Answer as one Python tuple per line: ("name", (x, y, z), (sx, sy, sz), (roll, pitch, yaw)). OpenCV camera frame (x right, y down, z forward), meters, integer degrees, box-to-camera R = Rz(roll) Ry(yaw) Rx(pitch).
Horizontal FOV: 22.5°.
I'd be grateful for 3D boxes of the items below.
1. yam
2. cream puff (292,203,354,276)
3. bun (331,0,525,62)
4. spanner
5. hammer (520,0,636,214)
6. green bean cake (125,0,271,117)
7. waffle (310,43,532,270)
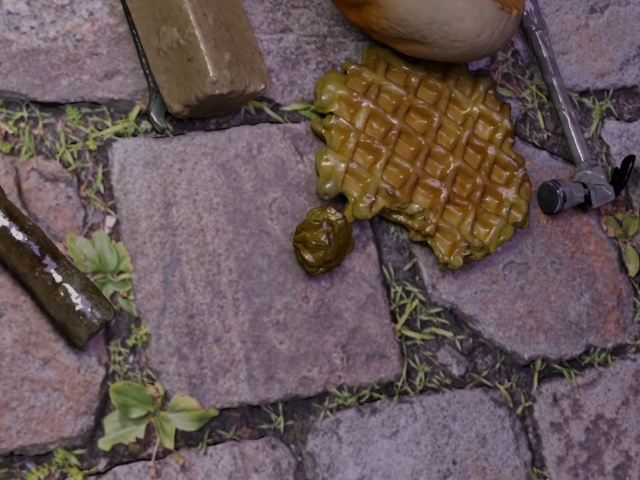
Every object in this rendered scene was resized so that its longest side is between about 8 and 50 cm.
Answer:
("yam", (-0.307, -0.001, 1.618), (0.253, 0.061, 0.061), (49, 56, -5))
("cream puff", (0.000, 0.000, 1.802), (0.058, 0.083, 0.083), (11, 72, 22))
("bun", (0.095, -0.318, 1.892), (0.299, 0.165, 0.299), (41, 23, -22))
("spanner", (-0.203, -0.241, 1.794), (0.054, 0.015, 0.255), (-14, 79, -31))
("hammer", (0.281, -0.238, 2.058), (0.152, 0.044, 0.427), (-14, 79, -34))
("green bean cake", (-0.137, -0.228, 1.770), (0.109, 0.085, 0.179), (-7, 75, -54))
("waffle", (0.123, -0.098, 1.905), (0.300, 0.058, 0.282), (8, 67, -27))
